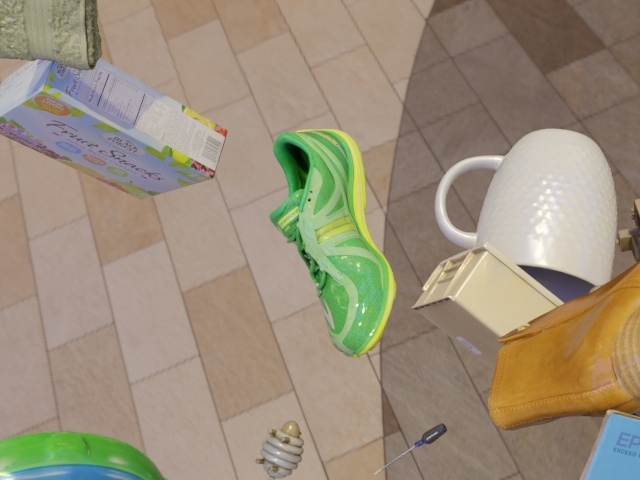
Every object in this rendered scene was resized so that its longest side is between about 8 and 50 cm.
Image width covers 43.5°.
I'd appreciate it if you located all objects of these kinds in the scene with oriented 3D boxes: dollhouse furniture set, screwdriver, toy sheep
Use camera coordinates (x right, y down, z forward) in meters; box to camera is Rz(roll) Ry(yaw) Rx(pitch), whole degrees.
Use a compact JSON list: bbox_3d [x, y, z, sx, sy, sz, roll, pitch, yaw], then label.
[{"bbox_3d":[0.443,0.047,1.185,0.123,0.151,0.144,-11,47,13],"label":"dollhouse furniture set"},{"bbox_3d":[0.171,0.404,1.555,0.170,0.025,0.024,-32,19,7],"label":"screwdriver"},{"bbox_3d":[-0.076,0.403,1.519,0.091,0.091,0.132,25,86,26],"label":"toy sheep"}]

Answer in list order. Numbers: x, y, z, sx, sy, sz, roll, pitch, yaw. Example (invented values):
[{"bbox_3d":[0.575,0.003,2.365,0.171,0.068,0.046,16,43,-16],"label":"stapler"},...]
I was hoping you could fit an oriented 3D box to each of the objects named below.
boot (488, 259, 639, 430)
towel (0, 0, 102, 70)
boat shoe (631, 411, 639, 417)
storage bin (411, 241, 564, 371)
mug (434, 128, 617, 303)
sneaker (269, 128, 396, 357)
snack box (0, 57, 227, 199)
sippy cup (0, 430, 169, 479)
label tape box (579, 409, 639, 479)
[{"bbox_3d":[0.266,0.047,0.680,0.295,0.211,0.104,-37,97,-45],"label":"boot"},{"bbox_3d":[-0.248,-0.221,0.697,0.110,0.148,0.027,8,38,1],"label":"towel"},{"bbox_3d":[0.588,0.296,1.534,0.091,0.302,0.114,-26,99,6],"label":"boat shoe"},{"bbox_3d":[0.331,0.149,1.497,0.262,0.260,0.123,38,76,-2],"label":"storage bin"},{"bbox_3d":[0.425,-0.059,1.670,0.374,0.276,0.328,12,70,10],"label":"mug"},{"bbox_3d":[0.000,0.000,0.927,0.123,0.109,0.296,6,57,-32],"label":"sneaker"},{"bbox_3d":[-0.238,-0.125,0.895,0.174,0.207,0.070,-8,63,48],"label":"snack box"},{"bbox_3d":[-0.197,0.299,0.578,0.305,0.240,0.224,3,32,-29],"label":"sippy cup"},{"bbox_3d":[0.262,0.292,0.635,0.240,0.106,0.334,15,101,-4],"label":"label tape box"}]
